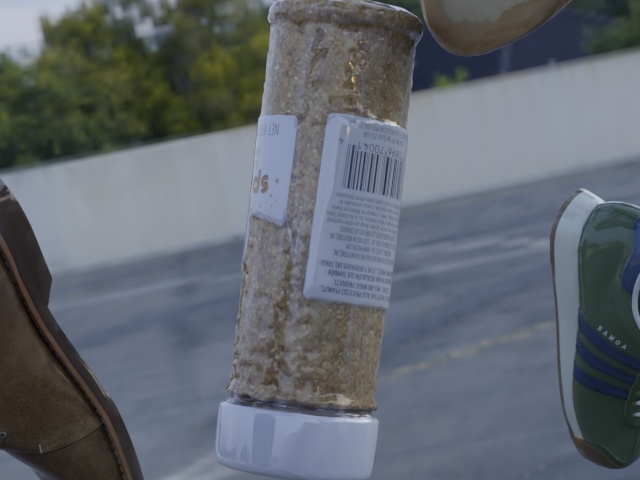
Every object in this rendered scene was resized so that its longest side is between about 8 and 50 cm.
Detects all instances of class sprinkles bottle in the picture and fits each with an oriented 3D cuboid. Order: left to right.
[{"bbox_3d":[0.000,0.000,1.330,0.121,0.355,0.121,7,-3,0],"label":"sprinkles bottle"}]

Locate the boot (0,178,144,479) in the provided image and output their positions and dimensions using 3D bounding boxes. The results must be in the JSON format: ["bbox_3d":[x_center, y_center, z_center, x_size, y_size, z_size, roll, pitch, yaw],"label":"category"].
[{"bbox_3d":[-0.205,0.097,1.106,0.112,0.305,0.115,14,47,44],"label":"boot"}]

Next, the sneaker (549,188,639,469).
[{"bbox_3d":[0.190,0.064,1.039,0.086,0.192,0.064,15,38,39],"label":"sneaker"}]

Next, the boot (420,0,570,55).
[{"bbox_3d":[0.219,-0.249,1.296,0.211,0.104,0.295,-26,-10,-39],"label":"boot"}]
